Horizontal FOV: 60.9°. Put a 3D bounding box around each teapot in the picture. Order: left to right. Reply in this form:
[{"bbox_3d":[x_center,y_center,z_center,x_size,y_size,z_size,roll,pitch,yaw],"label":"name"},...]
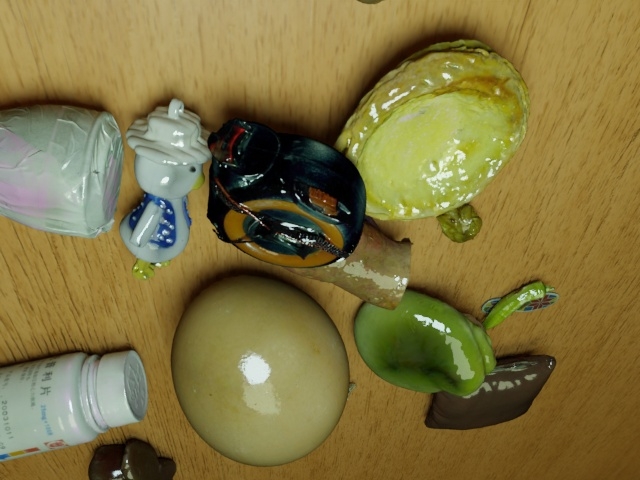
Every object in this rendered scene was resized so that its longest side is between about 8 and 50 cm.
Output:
[{"bbox_3d":[-0.355,-0.095,0.709,0.178,0.221,0.163,9,92,-11],"label":"teapot"}]

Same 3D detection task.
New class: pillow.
[{"bbox_3d":[0.431,0.409,1.426,0.308,0.108,0.305,-9,140,-4],"label":"pillow"}]

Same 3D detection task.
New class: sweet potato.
[{"bbox_3d":[-0.001,0.003,0.886,0.337,0.131,0.131,23,125,-15],"label":"sweet potato"}]

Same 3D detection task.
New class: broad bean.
[{"bbox_3d":[0.204,0.215,1.106,0.291,0.119,0.238,26,128,3],"label":"broad bean"}]

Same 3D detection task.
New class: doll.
[{"bbox_3d":[-0.219,-0.066,0.767,0.119,0.138,0.293,26,126,6],"label":"doll"}]

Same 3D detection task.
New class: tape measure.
[{"bbox_3d":[-0.048,-0.048,0.730,0.223,0.135,0.202,18,148,-5],"label":"tape measure"}]

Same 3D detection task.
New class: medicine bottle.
[{"bbox_3d":[-0.487,0.301,1.015,0.293,0.170,0.170,-10,135,-5],"label":"medicine bottle"}]

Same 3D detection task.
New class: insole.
[{"bbox_3d":[0.457,0.143,1.243,0.193,0.006,0.065,-3,134,-13],"label":"insole"}]

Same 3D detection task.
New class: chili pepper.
[{"bbox_3d":[0.415,0.147,1.206,0.208,0.043,0.049,-40,155,27],"label":"chili pepper"}]

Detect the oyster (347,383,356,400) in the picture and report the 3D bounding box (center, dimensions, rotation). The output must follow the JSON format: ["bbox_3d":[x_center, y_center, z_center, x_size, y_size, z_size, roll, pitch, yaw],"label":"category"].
[{"bbox_3d":[0.002,0.384,1.323,0.122,0.045,0.146,22,131,-36],"label":"oyster"}]

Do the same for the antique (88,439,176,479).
[{"bbox_3d":[-0.460,0.588,1.342,0.143,0.121,0.257,-18,135,12],"label":"antique"}]

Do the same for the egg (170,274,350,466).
[{"bbox_3d":[-0.102,0.223,0.956,0.301,0.301,0.374,-14,129,-2],"label":"egg"}]

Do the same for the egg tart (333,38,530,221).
[{"bbox_3d":[0.149,-0.158,0.784,0.294,0.123,0.294,-9,138,-8],"label":"egg tart"}]

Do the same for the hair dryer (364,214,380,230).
[{"bbox_3d":[0.086,-0.004,0.976,0.106,0.054,0.154,-11,125,2],"label":"hair dryer"}]

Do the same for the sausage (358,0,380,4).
[{"bbox_3d":[0.175,-0.448,0.508,0.501,0.123,0.136,-48,156,28],"label":"sausage"}]

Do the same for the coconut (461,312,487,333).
[{"bbox_3d":[0.308,0.228,1.211,0.110,0.110,0.124,3,129,-18],"label":"coconut"}]

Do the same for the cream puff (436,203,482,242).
[{"bbox_3d":[0.253,-0.028,0.981,0.083,0.058,0.083,-4,136,-9],"label":"cream puff"}]
